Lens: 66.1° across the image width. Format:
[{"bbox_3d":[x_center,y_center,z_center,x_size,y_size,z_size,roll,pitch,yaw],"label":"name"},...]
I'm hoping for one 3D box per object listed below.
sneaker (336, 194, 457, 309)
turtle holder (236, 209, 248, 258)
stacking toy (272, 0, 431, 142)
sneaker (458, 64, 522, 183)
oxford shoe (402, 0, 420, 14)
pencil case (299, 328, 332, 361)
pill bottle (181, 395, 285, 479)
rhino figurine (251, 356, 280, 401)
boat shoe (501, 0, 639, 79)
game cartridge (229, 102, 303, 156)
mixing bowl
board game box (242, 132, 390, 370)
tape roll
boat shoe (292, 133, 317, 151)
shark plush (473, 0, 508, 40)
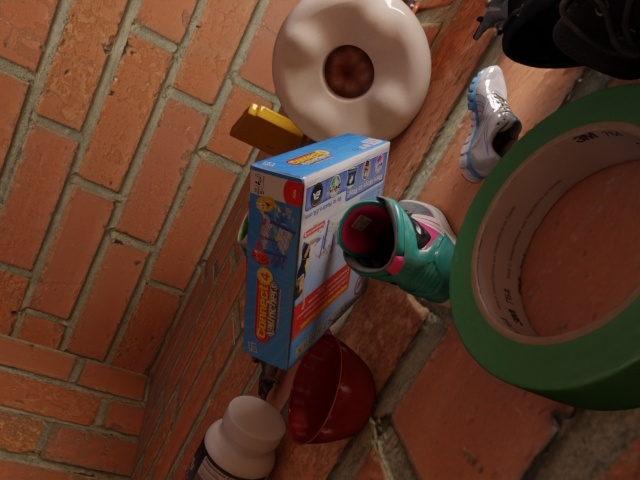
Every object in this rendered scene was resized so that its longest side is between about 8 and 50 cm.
[{"bbox_3d":[0.109,-0.012,0.783,0.124,0.178,0.295,-61,20,17],"label":"sneaker"},{"bbox_3d":[-0.078,-0.014,1.205,0.243,0.227,0.320,-62,20,16],"label":"turtle holder"},{"bbox_3d":[0.110,-0.455,1.231,0.351,0.350,0.480,-54,4,32],"label":"stacking toy"},{"bbox_3d":[0.269,-0.182,0.741,0.083,0.071,0.191,-13,65,59],"label":"sneaker"},{"bbox_3d":[0.192,-0.634,1.383,0.097,0.098,0.271,-64,19,8],"label":"oxford shoe"},{"bbox_3d":[-0.049,0.191,1.096,0.104,0.104,0.236,-67,18,0],"label":"pencil case"},{"bbox_3d":[-0.192,0.483,1.046,0.278,0.162,0.162,-62,20,12],"label":"pill bottle"},{"bbox_3d":[-0.126,0.287,1.230,0.106,0.073,0.243,-50,27,47],"label":"rhino figurine"},{"bbox_3d":[0.329,-0.238,0.476,0.500,0.186,0.156,-110,42,-70],"label":"boat shoe"},{"bbox_3d":[-0.143,-0.351,1.669,0.323,0.285,0.053,-6,63,68],"label":"game cartridge"},{"bbox_3d":[0.028,0.257,0.817,0.181,0.098,0.181,-53,23,34],"label":"mixing bowl"},{"bbox_3d":[0.000,0.000,0.807,0.308,0.086,0.302,-33,-45,-56],"label":"board game box"},{"bbox_3d":[0.267,0.004,0.507,0.321,0.077,0.321,-52,25,36],"label":"tape roll"},{"bbox_3d":[-0.063,-0.213,1.504,0.324,0.123,0.116,120,173,-46],"label":"boat shoe"},{"bbox_3d":[0.315,-0.400,0.873,0.161,0.073,0.067,-12,87,61],"label":"shark plush"}]
